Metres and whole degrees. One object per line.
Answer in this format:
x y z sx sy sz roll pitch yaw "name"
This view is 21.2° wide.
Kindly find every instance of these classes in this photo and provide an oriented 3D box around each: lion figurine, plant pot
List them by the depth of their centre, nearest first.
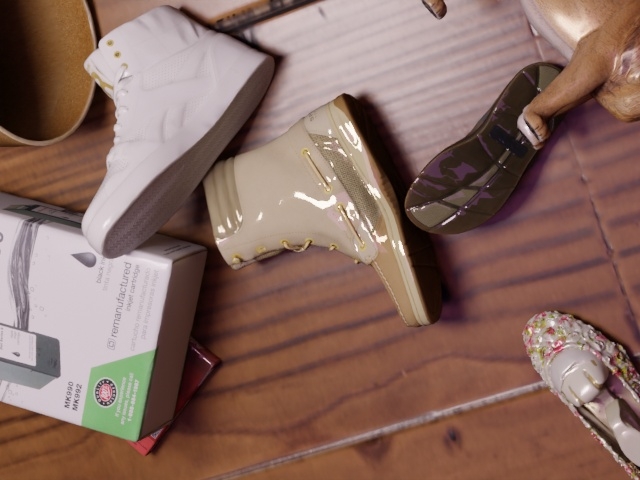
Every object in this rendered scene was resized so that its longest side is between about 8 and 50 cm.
0.246 -0.243 1.703 0.240 0.142 0.392 -39 80 0 "lion figurine"
-0.417 -0.200 1.869 0.254 0.237 0.237 -9 96 31 "plant pot"

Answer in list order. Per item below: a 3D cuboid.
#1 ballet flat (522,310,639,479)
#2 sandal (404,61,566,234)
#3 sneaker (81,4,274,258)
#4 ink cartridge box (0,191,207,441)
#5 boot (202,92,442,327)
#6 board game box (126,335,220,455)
0.304 0.169 1.782 0.241 0.077 0.091 45 108 6 "ballet flat"
0.177 -0.095 1.790 0.090 0.060 0.219 37 92 -4 "sandal"
-0.198 -0.123 1.817 0.169 0.108 0.292 31 63 14 "sneaker"
-0.294 0.078 1.886 0.289 0.121 0.211 14 101 14 "ink cartridge box"
0.000 0.000 1.832 0.203 0.095 0.262 -25 89 18 "boot"
-0.264 0.103 1.961 0.281 0.027 0.145 39 105 7 "board game box"
